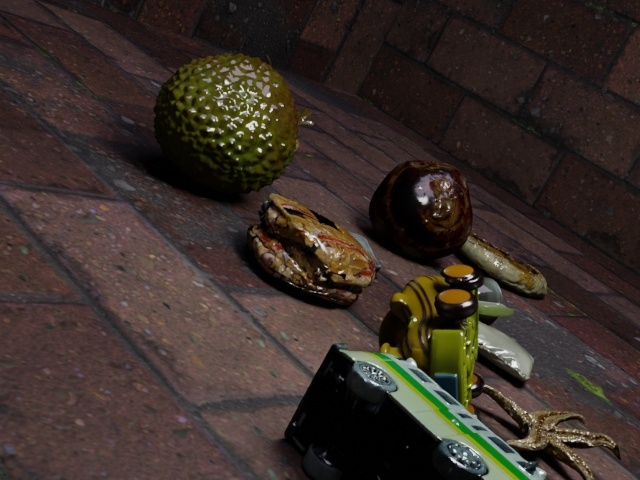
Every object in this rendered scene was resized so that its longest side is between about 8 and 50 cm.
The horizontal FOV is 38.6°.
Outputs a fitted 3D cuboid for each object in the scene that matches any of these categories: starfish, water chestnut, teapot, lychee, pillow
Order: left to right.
[{"bbox_3d":[-0.164,-0.215,1.679,0.270,0.270,0.320,30,5,8],"label":"lychee"},{"bbox_3d":[0.212,-0.064,1.954,0.223,0.238,0.224,9,65,-19],"label":"water chestnut"},{"bbox_3d":[0.285,0.108,1.682,0.090,0.092,0.124,4,-19,-31],"label":"teapot"},{"bbox_3d":[0.269,0.163,1.582,0.229,0.051,0.128,32,15,14],"label":"pillow"},{"bbox_3d":[0.317,0.271,1.322,0.238,0.057,0.213,27,18,17],"label":"starfish"}]

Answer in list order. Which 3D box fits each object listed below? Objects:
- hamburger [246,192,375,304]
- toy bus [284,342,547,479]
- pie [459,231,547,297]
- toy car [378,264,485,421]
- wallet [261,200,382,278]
[{"bbox_3d":[-0.012,0.018,1.487,0.231,0.107,0.231,30,9,-5],"label":"hamburger"},{"bbox_3d":[0.113,0.234,0.947,0.164,0.134,0.276,8,26,-50],"label":"toy bus"},{"bbox_3d":[0.431,0.055,2.185,0.274,0.055,0.274,29,11,-6],"label":"pie"},{"bbox_3d":[0.148,0.144,1.238,0.142,0.200,0.248,1,20,13],"label":"toy car"},{"bbox_3d":[0.001,-0.002,1.684,0.222,0.036,0.167,22,17,-18],"label":"wallet"}]
